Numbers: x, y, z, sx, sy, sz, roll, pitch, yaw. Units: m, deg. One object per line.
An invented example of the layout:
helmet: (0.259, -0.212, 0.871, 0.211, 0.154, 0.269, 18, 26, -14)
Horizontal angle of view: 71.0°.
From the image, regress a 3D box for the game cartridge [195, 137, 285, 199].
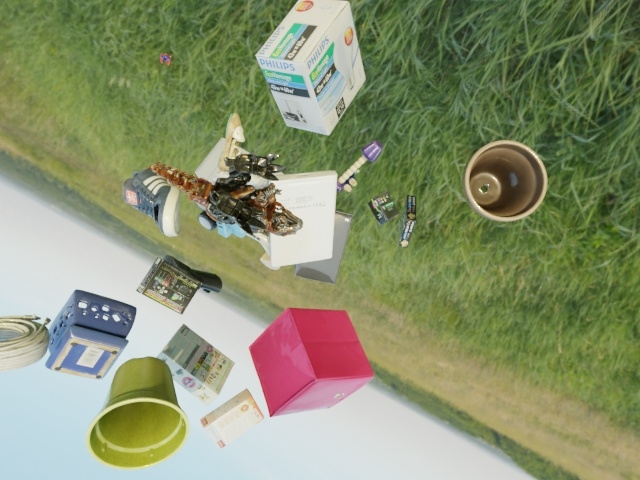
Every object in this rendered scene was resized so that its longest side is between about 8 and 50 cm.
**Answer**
game cartridge: (-0.293, -0.226, 1.635, 0.297, 0.198, 0.062, 31, 159, 4)

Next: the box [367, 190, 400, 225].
box: (0.196, -0.100, 1.393, 0.083, 0.052, 0.062, 61, 159, 7)

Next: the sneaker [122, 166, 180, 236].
sneaker: (-0.462, -0.109, 1.225, 0.148, 0.131, 0.350, 0, -156, -20)

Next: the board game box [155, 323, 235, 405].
board game box: (-0.549, 0.539, 1.968, 0.303, 0.097, 0.224, 40, -157, -8)

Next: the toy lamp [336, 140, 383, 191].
toy lamp: (0.154, -0.316, 1.901, 0.080, 0.080, 0.275, 34, 128, -19)

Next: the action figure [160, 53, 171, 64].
action figure: (-0.553, -0.651, 1.601, 0.038, 0.030, 0.115, 5, -153, -21)

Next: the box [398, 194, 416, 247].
box: (0.437, -0.098, 2.263, 0.051, 0.220, 0.175, 11, 130, 2)

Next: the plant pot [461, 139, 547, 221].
plant pot: (0.592, -0.190, 1.536, 0.263, 0.262, 0.229, 30, -179, 0)

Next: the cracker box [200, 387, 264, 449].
cracker box: (-0.378, 0.768, 1.935, 0.067, 0.232, 0.155, 33, 148, 54)

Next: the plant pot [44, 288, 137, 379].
plant pot: (-0.821, 0.348, 1.600, 0.236, 0.236, 0.212, 28, -160, -33)

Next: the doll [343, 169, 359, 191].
doll: (0.143, -0.302, 2.204, 0.046, 0.129, 0.189, 38, -163, -18)

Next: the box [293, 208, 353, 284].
box: (0.000, 0.000, 1.908, 0.183, 0.295, 0.294, 13, -175, -8)

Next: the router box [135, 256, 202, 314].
router box: (-0.358, 0.110, 1.066, 0.038, 0.092, 0.122, 12, 157, 48)

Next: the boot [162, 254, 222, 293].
boot: (-0.579, 0.158, 2.023, 0.247, 0.094, 0.207, 26, -178, 38)

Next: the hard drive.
hard drive: (-0.065, -0.072, 1.585, 0.047, 0.233, 0.352, -117, 24, -51)

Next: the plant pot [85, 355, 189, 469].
plant pot: (-0.554, 0.506, 1.390, 0.276, 0.276, 0.254, 37, -170, -29)

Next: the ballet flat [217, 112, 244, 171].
ballet flat: (-0.300, -0.338, 1.567, 0.067, 0.206, 0.073, 21, -164, 17)

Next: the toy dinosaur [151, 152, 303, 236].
toy dinosaur: (-0.182, -0.078, 0.941, 0.322, 0.164, 0.218, -1, 174, -27)

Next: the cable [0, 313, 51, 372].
cable: (-0.954, 0.304, 1.331, 0.257, 0.089, 0.257, 6, -169, -28)

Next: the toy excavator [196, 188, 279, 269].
toy excavator: (-0.375, -0.075, 2.249, 0.446, 0.222, 0.432, 29, 146, 17)

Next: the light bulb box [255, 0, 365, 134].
light bulb box: (-0.020, -0.684, 1.777, 0.226, 0.357, 0.361, 19, 157, 27)

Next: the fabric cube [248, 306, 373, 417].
fabric cube: (-0.034, 0.393, 1.465, 0.258, 0.254, 0.258, 12, -137, -43)
